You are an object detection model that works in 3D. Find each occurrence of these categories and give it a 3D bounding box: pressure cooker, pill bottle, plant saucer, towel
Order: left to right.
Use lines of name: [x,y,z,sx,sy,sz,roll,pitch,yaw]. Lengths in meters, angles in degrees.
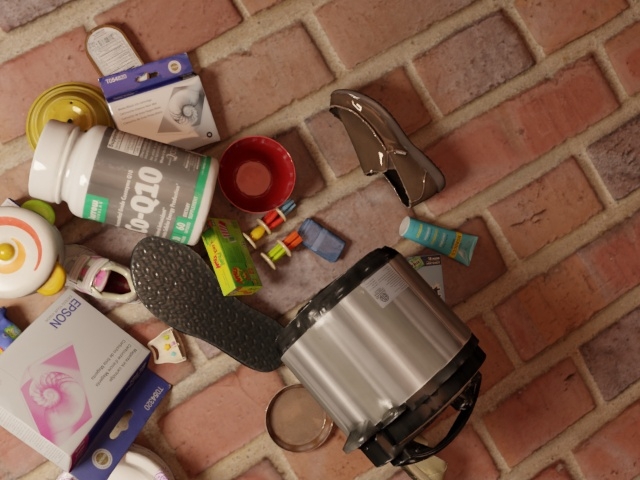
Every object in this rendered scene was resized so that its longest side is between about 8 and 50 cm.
pill bottle: [-0.416,-0.128,1.509,0.361,0.204,0.204,15,85,-13]
plant saucer: [-0.053,0.429,1.705,0.168,0.029,0.168,1,87,-12]
towel: [0.000,0.000,1.731,0.119,0.029,0.067,33,83,-8]
pressure cooker: [0.151,0.271,1.544,0.370,0.375,0.420,-43,82,3]

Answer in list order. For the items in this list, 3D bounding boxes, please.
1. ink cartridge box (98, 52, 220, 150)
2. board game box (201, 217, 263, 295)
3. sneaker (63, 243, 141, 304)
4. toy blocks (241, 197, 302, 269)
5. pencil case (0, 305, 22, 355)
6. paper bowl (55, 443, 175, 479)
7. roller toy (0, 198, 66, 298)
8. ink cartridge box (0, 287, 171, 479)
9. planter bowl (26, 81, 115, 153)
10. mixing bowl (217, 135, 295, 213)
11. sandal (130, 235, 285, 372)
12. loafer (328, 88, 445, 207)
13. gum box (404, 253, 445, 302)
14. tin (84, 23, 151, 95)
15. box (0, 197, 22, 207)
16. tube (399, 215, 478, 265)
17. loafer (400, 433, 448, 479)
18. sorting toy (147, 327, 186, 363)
ink cartridge box: [-0.372,-0.304,1.634,0.223,0.045,0.224,-23,101,-16]
board game box: [-0.208,0.037,1.625,0.092,0.043,0.181,2,59,-52]
sneaker: [-0.508,0.073,1.582,0.252,0.111,0.103,17,85,-10]
toy blocks: [-0.096,-0.021,1.691,0.148,0.054,0.123,-43,83,-10]
pencil case: [-0.660,0.291,1.533,0.119,0.133,0.306,-36,94,-10]
paper bowl: [-0.457,0.591,1.555,0.284,0.148,0.284,0,89,-12]
roller toy: [-0.641,0.027,1.464,0.191,0.146,0.209,-14,91,-10]
ink cartridge box: [-0.509,0.307,1.495,0.330,0.071,0.324,38,37,-7]
planter bowl: [-0.564,-0.263,1.595,0.217,0.090,0.217,0,88,-11]
mixing bowl: [-0.155,-0.152,1.669,0.181,0.098,0.181,0,89,-11]
sandal: [-0.269,0.161,1.639,0.446,0.107,0.167,42,72,-20]
loafer: [0.147,-0.219,1.715,0.366,0.134,0.130,43,80,-7]
gum box: [0.233,0.133,1.768,0.157,0.041,0.184,-5,88,-11]
tin: [-0.476,-0.416,1.647,0.106,0.040,0.189,-34,95,-7]
box: [-0.684,-0.003,1.569,0.126,0.072,0.137,38,82,-8]
tube: [0.302,-0.004,1.788,0.207,0.052,0.080,19,94,-17]
loafer: [0.206,0.501,1.722,0.268,0.102,0.092,46,70,-4]
sorting toy: [-0.362,0.252,1.643,0.075,0.045,0.083,-21,93,-4]
